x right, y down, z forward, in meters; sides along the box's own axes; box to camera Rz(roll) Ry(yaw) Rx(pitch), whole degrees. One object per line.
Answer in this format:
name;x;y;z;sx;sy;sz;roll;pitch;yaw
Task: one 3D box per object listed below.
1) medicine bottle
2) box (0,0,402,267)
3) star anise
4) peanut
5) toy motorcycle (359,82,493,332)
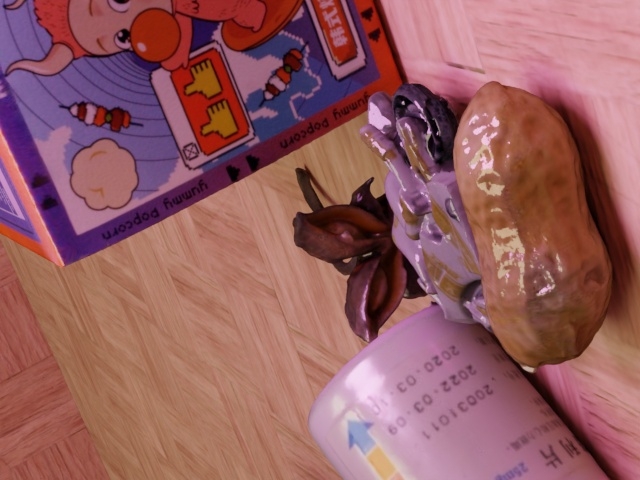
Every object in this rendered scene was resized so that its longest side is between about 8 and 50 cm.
medicine bottle;0.135;0.205;1.172;0.293;0.170;0.170;52;158;20
box;-0.167;-0.212;1.142;0.257;0.318;0.349;20;134;62
star anise;0.000;0.000;1.292;0.148;0.219;0.227;23;156;-22
peanut;0.145;-0.007;0.995;0.099;0.099;0.214;22;131;61
toy motorcycle;0.096;-0.014;1.124;0.225;0.073;0.152;64;163;-9
